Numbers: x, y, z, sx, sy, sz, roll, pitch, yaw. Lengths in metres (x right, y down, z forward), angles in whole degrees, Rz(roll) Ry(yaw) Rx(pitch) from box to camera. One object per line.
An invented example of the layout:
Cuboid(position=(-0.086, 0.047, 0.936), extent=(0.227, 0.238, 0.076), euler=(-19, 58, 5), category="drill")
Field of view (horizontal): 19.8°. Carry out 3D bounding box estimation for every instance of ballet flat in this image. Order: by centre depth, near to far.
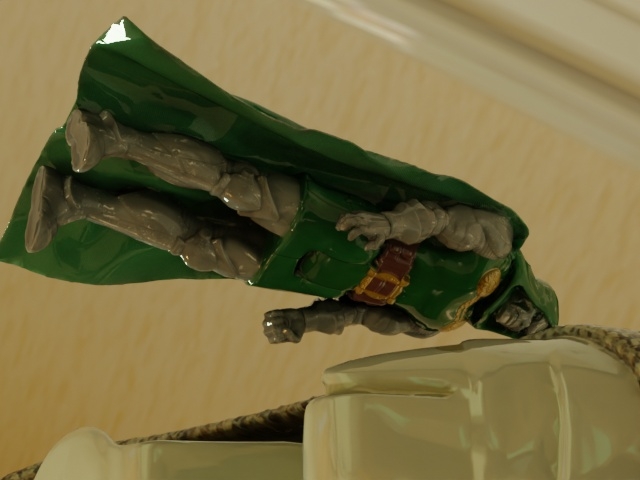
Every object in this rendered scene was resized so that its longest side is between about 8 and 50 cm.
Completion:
Cuboid(position=(0.008, 0.118, 0.730), extent=(0.182, 0.483, 0.164), euler=(31, -123, -35), category="ballet flat")

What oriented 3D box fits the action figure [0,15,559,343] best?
Cuboid(position=(0.000, 0.000, 0.746), extent=(0.232, 0.137, 0.063), euler=(15, -134, -24), category="action figure")
